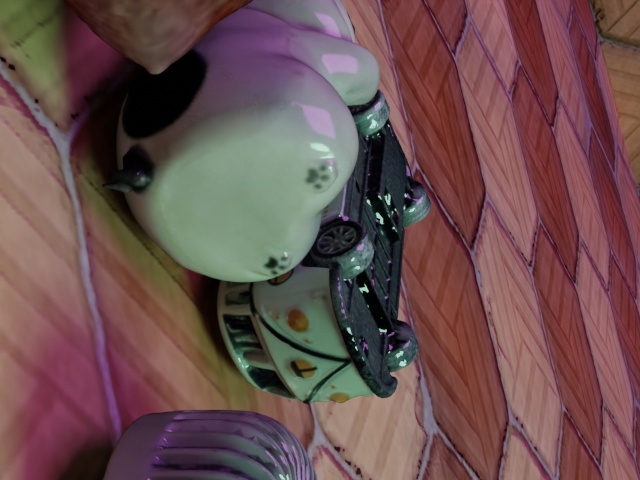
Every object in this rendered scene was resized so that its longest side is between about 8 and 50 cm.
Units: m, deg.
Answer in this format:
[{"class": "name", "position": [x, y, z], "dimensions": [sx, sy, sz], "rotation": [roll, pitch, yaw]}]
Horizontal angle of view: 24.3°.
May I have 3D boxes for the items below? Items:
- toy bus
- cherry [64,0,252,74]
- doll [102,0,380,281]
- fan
[{"class": "toy bus", "position": [0.000, 0.000, 0.751], "dimensions": [0.194, 0.089, 0.087], "rotation": [-82, 153, -49]}, {"class": "cherry", "position": [-0.064, -0.191, 0.610], "dimensions": [0.192, 0.175, 0.249], "rotation": [127, -35, -80]}, {"class": "doll", "position": [-0.032, -0.065, 0.688], "dimensions": [0.107, 0.110, 0.180], "rotation": [22, 37, -6]}, {"class": "fan", "position": [-0.044, 0.177, 0.529], "dimensions": [0.130, 0.074, 0.244], "rotation": [67, 22, -54]}]
